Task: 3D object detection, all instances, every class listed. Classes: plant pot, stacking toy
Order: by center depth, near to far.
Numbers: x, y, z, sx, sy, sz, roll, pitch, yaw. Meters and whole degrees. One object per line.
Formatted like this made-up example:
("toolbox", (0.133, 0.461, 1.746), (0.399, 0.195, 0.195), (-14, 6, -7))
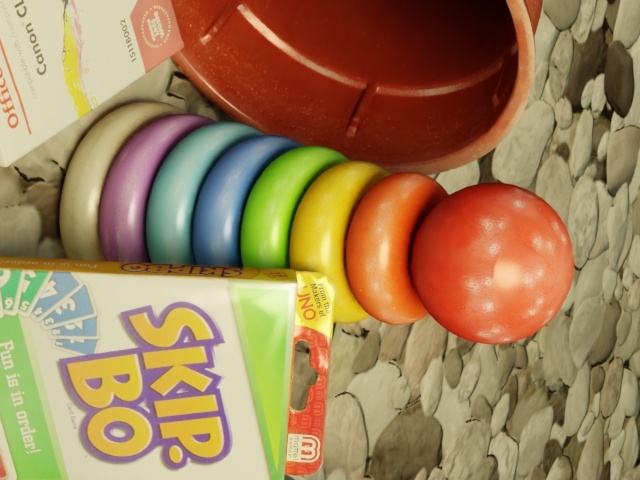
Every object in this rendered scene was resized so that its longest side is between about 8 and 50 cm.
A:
("stacking toy", (0.000, 0.000, 0.823), (0.141, 0.330, 0.141), (-19, 114, -50))
("plant pot", (0.053, -0.231, 0.914), (0.265, 0.272, 0.272), (-62, 141, -34))

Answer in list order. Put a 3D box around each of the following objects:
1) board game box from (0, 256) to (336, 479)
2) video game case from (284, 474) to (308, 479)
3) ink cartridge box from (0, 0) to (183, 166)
("board game box", (-0.122, 0.073, 0.741), (0.259, 0.039, 0.124), (2, 104, -8))
("video game case", (-0.045, 0.233, 0.940), (0.183, 0.201, 0.023), (-35, 144, -43))
("ink cartridge box", (-0.176, -0.121, 0.777), (0.198, 0.067, 0.115), (-43, 131, -39))
